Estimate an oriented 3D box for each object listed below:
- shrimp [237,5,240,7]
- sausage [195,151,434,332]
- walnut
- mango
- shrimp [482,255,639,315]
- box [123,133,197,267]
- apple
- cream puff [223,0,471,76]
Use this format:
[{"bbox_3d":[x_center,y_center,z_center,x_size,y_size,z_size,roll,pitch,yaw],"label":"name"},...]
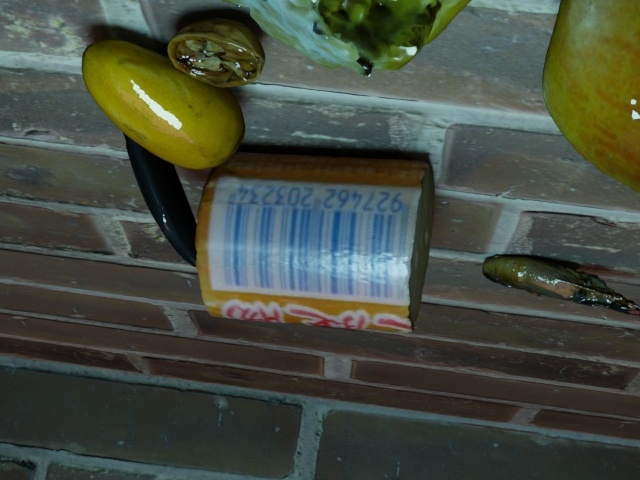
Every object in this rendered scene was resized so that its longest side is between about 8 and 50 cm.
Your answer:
[{"bbox_3d":[-0.036,-0.256,1.016,0.233,0.079,0.090,11,124,0],"label":"shrimp"},{"bbox_3d":[0.000,0.000,1.467,0.287,0.233,0.233,2,159,11],"label":"sausage"},{"bbox_3d":[-0.107,-0.211,1.187,0.121,0.052,0.091,3,153,34],"label":"walnut"},{"bbox_3d":[-0.184,-0.162,1.270,0.219,0.112,0.145,34,170,-34],"label":"mango"},{"bbox_3d":[0.386,0.065,1.740,0.262,0.066,0.117,17,178,19],"label":"shrimp"},{"bbox_3d":[-0.204,-0.069,1.415,0.042,0.201,0.212,-21,164,1],"label":"box"},{"bbox_3d":[0.378,-0.163,0.986,0.346,0.179,0.254,5,124,9],"label":"apple"},{"bbox_3d":[-0.004,-0.285,0.732,0.274,0.269,0.323,32,171,46],"label":"cream puff"}]
